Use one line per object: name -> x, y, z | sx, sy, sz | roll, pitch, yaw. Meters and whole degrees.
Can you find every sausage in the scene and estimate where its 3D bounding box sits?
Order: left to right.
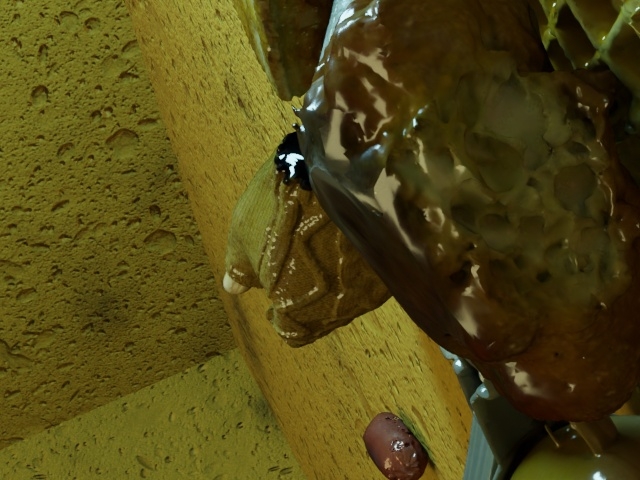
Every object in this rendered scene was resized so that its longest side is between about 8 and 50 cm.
sausage -> 0.103, 0.292, 1.959 | 0.141, 0.076, 0.076 | -134, 23, -65

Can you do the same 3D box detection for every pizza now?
pizza -> -0.059, -0.313, 1.419 | 0.258, 0.087, 0.268 | -117, 11, -46

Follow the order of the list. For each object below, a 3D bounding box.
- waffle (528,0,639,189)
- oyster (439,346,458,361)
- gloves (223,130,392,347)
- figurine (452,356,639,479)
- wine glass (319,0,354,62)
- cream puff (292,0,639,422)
waffle -> 0.146, -0.138, 0.804 | 0.250, 0.056, 0.261 | 50, 163, 60
oyster -> 0.133, 0.002, 1.154 | 0.294, 0.094, 0.166 | -106, 18, -47
gloves -> 0.003, 0.010, 1.482 | 0.356, 0.203, 0.155 | 102, 161, -64
figurine -> 0.194, 0.184, 0.934 | 0.342, 0.167, 0.285 | 31, 174, -1
wine glass -> 0.023, -0.218, 1.035 | 0.156, 0.156, 0.232 | -160, 51, -77
cream puff -> 0.083, -0.030, 0.776 | 0.241, 0.155, 0.269 | 44, 160, 49
